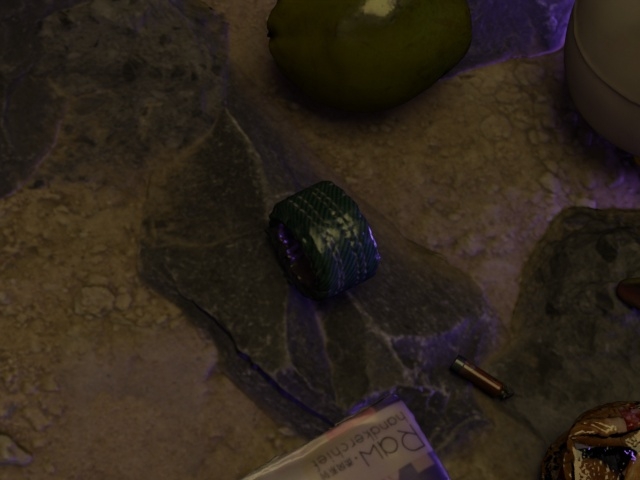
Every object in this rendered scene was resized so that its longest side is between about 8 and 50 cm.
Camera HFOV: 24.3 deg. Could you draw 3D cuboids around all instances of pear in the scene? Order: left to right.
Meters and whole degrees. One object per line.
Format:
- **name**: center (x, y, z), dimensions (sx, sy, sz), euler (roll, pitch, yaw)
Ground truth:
- **pear**: center (0.064, -0.271, 1.909), dimensions (0.269, 0.212, 0.212), euler (-4, 64, -7)

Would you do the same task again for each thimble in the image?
- **thimble**: center (0.001, 0.001, 1.804), dimensions (0.090, 0.118, 0.135), euler (-25, 71, -23)

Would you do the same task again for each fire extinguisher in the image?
- **fire extinguisher**: center (0.199, 0.169, 1.815), dimensions (0.083, 0.022, 0.028), euler (32, 31, 5)

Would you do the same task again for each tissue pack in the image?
- **tissue pack**: center (0.069, 0.366, 1.625), dimensions (0.242, 0.125, 0.343), euler (-26, 71, -23)

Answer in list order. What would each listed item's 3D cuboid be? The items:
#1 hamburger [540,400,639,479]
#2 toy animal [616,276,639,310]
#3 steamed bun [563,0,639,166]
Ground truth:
- **hamburger**: center (0.368, 0.299, 1.737), dimensions (0.231, 0.107, 0.230), euler (6, 64, -13)
- **toy animal**: center (0.506, 0.102, 1.825), dimensions (0.181, 0.180, 0.363), euler (-23, 68, -16)
- **steamed bun**: center (0.505, -0.246, 1.930), dimensions (0.374, 0.334, 0.333), euler (9, 62, -6)
